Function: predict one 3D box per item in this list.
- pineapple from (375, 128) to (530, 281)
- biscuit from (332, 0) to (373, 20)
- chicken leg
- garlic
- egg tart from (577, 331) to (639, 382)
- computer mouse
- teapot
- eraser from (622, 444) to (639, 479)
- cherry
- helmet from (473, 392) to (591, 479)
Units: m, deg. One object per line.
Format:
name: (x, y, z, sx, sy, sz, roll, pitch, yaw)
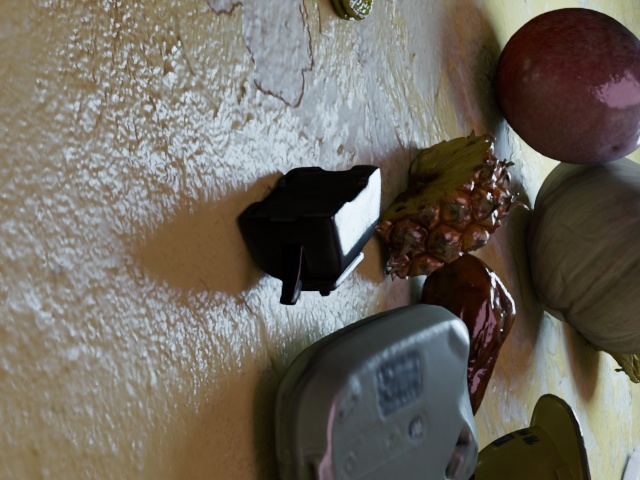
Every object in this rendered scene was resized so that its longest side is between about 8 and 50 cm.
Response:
pineapple: (0.151, -0.049, 1.344, 0.233, 0.135, 0.079, -59, 136, -50)
biscuit: (0.030, -0.263, 1.261, 0.084, 0.023, 0.084, -4, 90, -66)
chicken leg: (0.154, 0.158, 1.355, 0.113, 0.093, 0.304, 17, 70, -33)
garlic: (0.434, 0.033, 1.790, 0.317, 0.259, 0.317, 39, 28, -25)
egg tart: (0.490, 0.092, 2.070, 0.295, 0.116, 0.295, 25, 62, -59)
computer mouse: (0.053, 0.166, 1.141, 0.331, 0.095, 0.197, -10, 92, -57)
teapot: (0.000, 0.000, 1.070, 0.177, 0.087, 0.096, -49, 133, -58)
eraser: (0.581, 0.482, 2.239, 0.204, 0.059, 0.243, 53, 43, -48)
cherry: (0.341, -0.203, 1.716, 0.206, 0.239, 0.239, 111, -7, -55)
helmet: (0.212, 0.308, 1.389, 0.205, 0.140, 0.257, -169, -108, -79)
